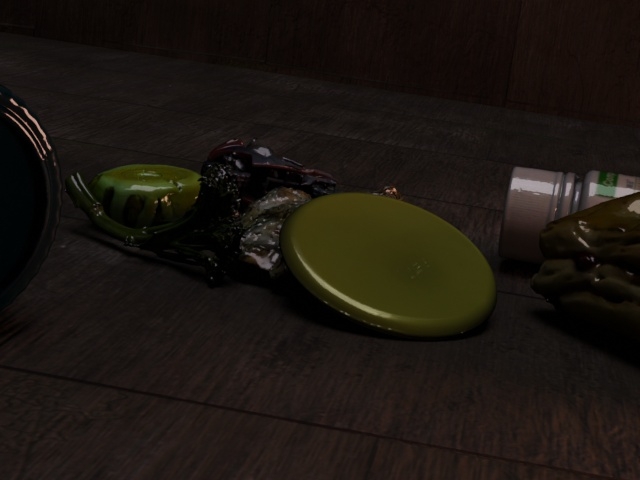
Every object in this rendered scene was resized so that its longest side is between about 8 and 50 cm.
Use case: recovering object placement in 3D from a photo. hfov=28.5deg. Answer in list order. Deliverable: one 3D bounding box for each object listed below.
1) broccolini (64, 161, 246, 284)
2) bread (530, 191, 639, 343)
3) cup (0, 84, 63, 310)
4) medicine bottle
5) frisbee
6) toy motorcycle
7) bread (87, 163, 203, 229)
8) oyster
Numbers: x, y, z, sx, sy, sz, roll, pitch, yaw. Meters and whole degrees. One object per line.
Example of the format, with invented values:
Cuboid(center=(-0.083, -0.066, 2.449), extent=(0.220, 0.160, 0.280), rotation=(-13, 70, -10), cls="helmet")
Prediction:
Cuboid(center=(-0.183, -0.048, 1.371), extent=(0.272, 0.123, 0.062), rotation=(22, -8, 35), cls="broccolini")
Cuboid(center=(0.436, 0.031, 1.276), extent=(0.314, 0.191, 0.370), rotation=(0, 14, -29), cls="bread")
Cuboid(center=(-0.411, -0.061, 1.070), extent=(0.308, 0.242, 0.292), rotation=(-1, 18, -44), cls="cup")
Cuboid(center=(0.342, -0.015, 1.532), extent=(0.237, 0.139, 0.139), rotation=(9, 13, 13), cls="medicine bottle")
Cuboid(center=(0.072, 0.020, 1.294), extent=(0.236, 0.017, 0.236), rotation=(14, 33, -9), cls="frisbee")
Cuboid(center=(-0.066, -0.082, 1.710), extent=(0.213, 0.082, 0.122), rotation=(12, 21, -21), cls="toy motorcycle")
Cuboid(center=(-0.204, -0.048, 1.493), extent=(0.130, 0.071, 0.139), rotation=(21, 24, 34), cls="bread")
Cuboid(center=(-0.001, -0.008, 1.419), extent=(0.260, 0.092, 0.198), rotation=(-7, 16, -40), cls="oyster")
